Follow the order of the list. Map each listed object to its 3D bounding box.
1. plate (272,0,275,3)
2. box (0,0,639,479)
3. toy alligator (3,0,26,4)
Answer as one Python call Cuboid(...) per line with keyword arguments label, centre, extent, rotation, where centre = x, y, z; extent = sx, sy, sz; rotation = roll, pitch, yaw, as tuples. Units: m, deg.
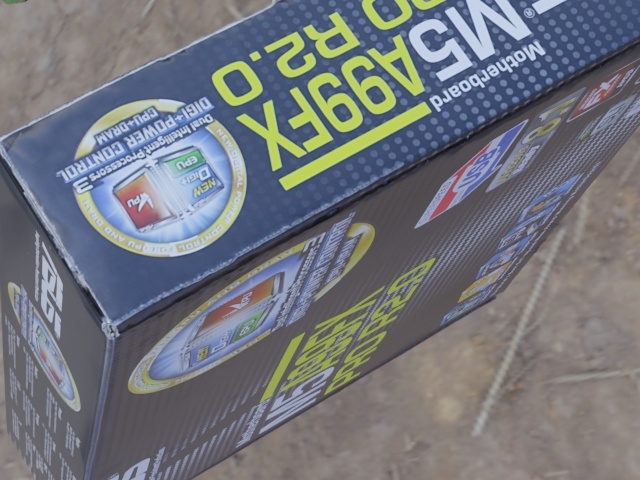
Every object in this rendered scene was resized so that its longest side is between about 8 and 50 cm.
Cuboid(label="plate", centre=(0.033, -0.150, 0.836), extent=(0.045, 0.278, 0.277), rotation=(20, 53, -15))
Cuboid(label="box", centre=(0.000, 0.000, 0.516), extent=(0.216, 0.270, 0.060), rotation=(-30, 76, -21))
Cuboid(label="toy alligator", centre=(-0.045, -0.100, 0.400), extent=(0.189, 0.056, 0.051), rotation=(-18, 92, 0))
